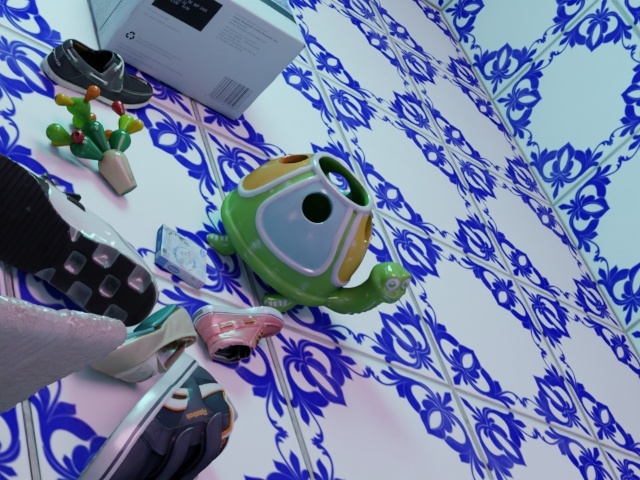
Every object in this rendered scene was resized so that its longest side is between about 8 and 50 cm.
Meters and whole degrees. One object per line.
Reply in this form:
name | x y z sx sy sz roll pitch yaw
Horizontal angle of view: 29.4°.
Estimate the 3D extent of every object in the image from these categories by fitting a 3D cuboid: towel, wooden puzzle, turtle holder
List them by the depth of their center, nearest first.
towel | -0.359 0.128 1.293 0.187 0.282 0.049 16 54 -48
wooden puzzle | -0.412 -0.073 1.838 0.049 0.006 0.083 42 25 -9
turtle holder | -0.013 -0.004 2.099 0.320 0.227 0.243 55 25 19

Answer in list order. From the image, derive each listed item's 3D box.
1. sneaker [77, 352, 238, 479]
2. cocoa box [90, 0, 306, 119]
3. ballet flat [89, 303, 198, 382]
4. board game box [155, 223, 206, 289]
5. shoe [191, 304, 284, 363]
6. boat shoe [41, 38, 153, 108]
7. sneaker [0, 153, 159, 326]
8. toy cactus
sneaker | -0.189 0.250 1.552 0.127 0.126 0.321 40 23 1
cocoa box | -0.246 -0.446 2.400 0.347 0.231 0.228 25 31 -39
ballet flat | -0.240 0.152 1.689 0.086 0.086 0.248 48 24 5
board game box | -0.225 0.026 1.967 0.090 0.020 0.090 34 27 -24
shoe | -0.117 0.150 1.903 0.178 0.063 0.081 9 44 -45
boat shoe | -0.376 -0.294 2.151 0.233 0.079 0.084 17 36 -50
sneaker | -0.367 -0.005 1.703 0.330 0.122 0.146 41 6 -6
toy cactus | -0.348 -0.163 1.985 0.180 0.112 0.219 59 17 5
